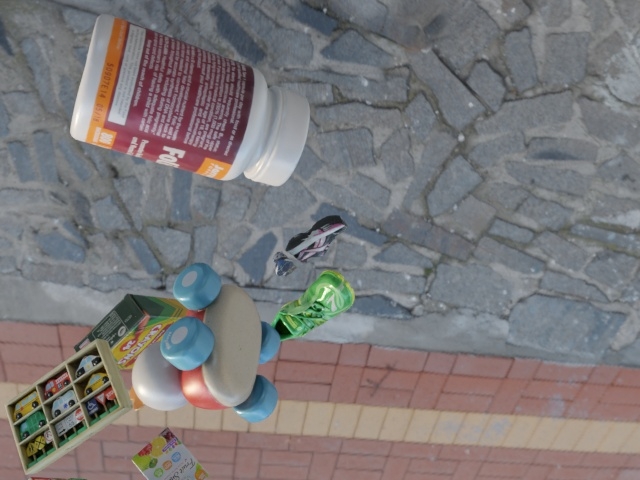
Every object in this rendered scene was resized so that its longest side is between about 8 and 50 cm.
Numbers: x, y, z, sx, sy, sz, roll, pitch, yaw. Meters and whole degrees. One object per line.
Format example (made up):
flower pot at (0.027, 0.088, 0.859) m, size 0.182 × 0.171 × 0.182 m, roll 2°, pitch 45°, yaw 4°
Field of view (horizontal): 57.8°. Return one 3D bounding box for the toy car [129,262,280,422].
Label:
toy car at (-0.222, 0.191, 0.950) m, size 0.238 × 0.210 × 0.219 m, roll -21°, pitch 133°, yaw 19°

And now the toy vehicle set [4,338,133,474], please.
toy vehicle set at (-0.539, 0.353, 1.235) m, size 0.267 × 0.166 × 0.035 m, roll -35°, pitch 158°, yaw 7°

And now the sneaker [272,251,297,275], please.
sneaker at (-0.102, 0.057, 1.481) m, size 0.052 × 0.135 × 0.058 m, roll -39°, pitch 80°, yaw -3°

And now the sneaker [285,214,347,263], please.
sneaker at (0.000, 0.000, 1.508) m, size 0.178 × 0.072 × 0.077 m, roll -26°, pitch 121°, yaw 26°

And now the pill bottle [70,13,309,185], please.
pill bottle at (-0.235, -0.240, 1.076) m, size 0.392 × 0.224 × 0.224 m, roll 14°, pitch 121°, yaw -24°

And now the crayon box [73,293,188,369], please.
crayon box at (-0.454, 0.241, 1.515) m, size 0.202 × 0.318 × 0.081 m, roll -44°, pitch 72°, yaw 6°

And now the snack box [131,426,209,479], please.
snack box at (-0.328, 0.496, 1.266) m, size 0.141 × 0.100 × 0.037 m, roll 47°, pitch 155°, yaw 7°

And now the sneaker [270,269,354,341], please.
sneaker at (-0.024, 0.174, 1.389) m, size 0.109 × 0.123 × 0.295 m, roll 46°, pitch 133°, yaw -1°

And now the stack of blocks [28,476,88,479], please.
stack of blocks at (-0.378, 0.526, 0.988) m, size 0.087 × 0.297 × 0.171 m, roll -61°, pitch 145°, yaw -8°
